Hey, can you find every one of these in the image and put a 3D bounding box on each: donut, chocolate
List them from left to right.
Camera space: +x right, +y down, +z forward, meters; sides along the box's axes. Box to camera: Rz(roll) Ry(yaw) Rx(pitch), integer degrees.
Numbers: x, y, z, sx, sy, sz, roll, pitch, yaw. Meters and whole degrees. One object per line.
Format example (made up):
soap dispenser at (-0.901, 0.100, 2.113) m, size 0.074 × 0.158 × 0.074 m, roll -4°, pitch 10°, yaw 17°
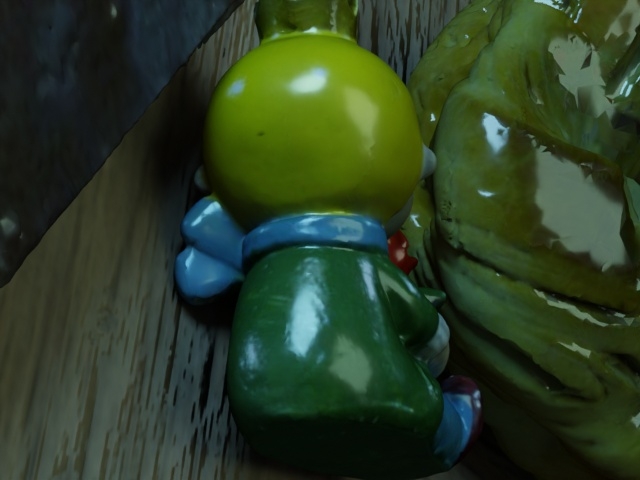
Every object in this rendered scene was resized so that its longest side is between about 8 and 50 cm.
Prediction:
chocolate at (-0.130, -0.086, 0.814) m, size 0.112 × 0.112 × 0.321 m, roll 66°, pitch 30°, yaw -23°
donut at (0.193, -0.014, 1.100) m, size 0.360 × 0.170 × 0.360 m, roll 6°, pitch 78°, yaw -32°

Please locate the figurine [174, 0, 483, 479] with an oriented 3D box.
figurine at (0.014, -0.003, 0.950) m, size 0.185 × 0.127 × 0.234 m, roll 24°, pitch 51°, yaw -50°
